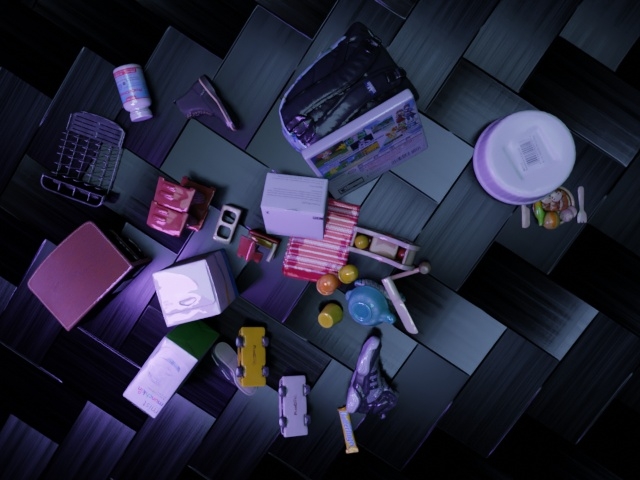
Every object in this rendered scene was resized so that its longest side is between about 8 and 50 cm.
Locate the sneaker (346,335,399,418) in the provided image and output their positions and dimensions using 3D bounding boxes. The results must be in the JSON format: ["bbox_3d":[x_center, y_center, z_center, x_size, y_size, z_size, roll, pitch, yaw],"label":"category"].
[{"bbox_3d":[0.183,0.438,1.804,0.153,0.101,0.268,17,104,1],"label":"sneaker"}]

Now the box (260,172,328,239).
[{"bbox_3d":[-0.071,-0.097,1.668,0.181,0.182,0.119,7,66,3],"label":"box"}]

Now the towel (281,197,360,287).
[{"bbox_3d":[0.000,0.000,1.795,0.199,0.031,0.274,14,98,2],"label":"towel"}]

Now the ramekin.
[{"bbox_3d":[0.594,-0.244,1.651,0.277,0.135,0.277,0,91,6],"label":"ramekin"}]

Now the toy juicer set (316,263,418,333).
[{"bbox_3d":[0.137,0.167,1.727,0.329,0.089,0.209,-1,106,30],"label":"toy juicer set"}]

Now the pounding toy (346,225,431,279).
[{"bbox_3d":[0.208,0.061,1.724,0.270,0.154,0.154,17,98,2],"label":"pounding toy"}]

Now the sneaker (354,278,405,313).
[{"bbox_3d":[0.179,0.179,1.790,0.167,0.065,0.076,24,106,5],"label":"sneaker"}]

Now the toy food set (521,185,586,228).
[{"bbox_3d":[0.709,-0.101,1.723,0.192,0.038,0.132,-6,97,5],"label":"toy food set"}]

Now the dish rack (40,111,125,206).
[{"bbox_3d":[-0.738,-0.263,1.796,0.208,0.074,0.271,20,98,1],"label":"dish rack"}]

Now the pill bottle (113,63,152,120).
[{"bbox_3d":[-0.572,-0.452,1.752,0.087,0.087,0.160,-15,96,6],"label":"pill bottle"}]

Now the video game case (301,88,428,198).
[{"bbox_3d":[0.138,-0.262,1.628,0.329,0.300,0.036,-29,66,8],"label":"video game case"}]

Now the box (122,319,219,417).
[{"bbox_3d":[-0.456,0.378,1.761,0.127,0.262,0.231,36,97,-1],"label":"box"}]

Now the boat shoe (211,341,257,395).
[{"bbox_3d":[-0.284,0.421,1.865,0.065,0.075,0.206,-25,103,50],"label":"boat shoe"}]

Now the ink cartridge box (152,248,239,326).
[{"bbox_3d":[-0.375,0.138,1.738,0.171,0.232,0.168,-15,96,6],"label":"ink cartridge box"}]

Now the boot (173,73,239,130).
[{"bbox_3d":[-0.350,-0.391,1.757,0.137,0.077,0.197,-35,80,12],"label":"boot"}]

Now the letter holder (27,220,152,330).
[{"bbox_3d":[-0.733,0.097,1.804,0.302,0.152,0.214,-43,90,8],"label":"letter holder"}]

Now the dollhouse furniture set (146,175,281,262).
[{"bbox_3d":[-0.303,-0.062,1.724,0.374,0.201,0.152,21,98,2],"label":"dollhouse furniture set"}]

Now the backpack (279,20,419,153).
[{"bbox_3d":[0.048,-0.393,1.649,0.355,0.273,0.290,-43,95,-14],"label":"backpack"}]

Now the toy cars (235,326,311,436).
[{"bbox_3d":[-0.160,0.453,1.832,0.176,0.087,0.393,-42,96,-29],"label":"toy cars"}]

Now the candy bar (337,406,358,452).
[{"bbox_3d":[0.089,0.621,1.872,0.040,0.018,0.161,-11,97,5],"label":"candy bar"}]
